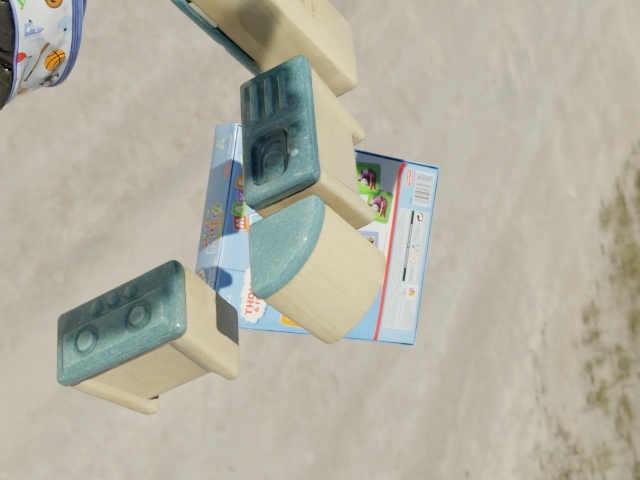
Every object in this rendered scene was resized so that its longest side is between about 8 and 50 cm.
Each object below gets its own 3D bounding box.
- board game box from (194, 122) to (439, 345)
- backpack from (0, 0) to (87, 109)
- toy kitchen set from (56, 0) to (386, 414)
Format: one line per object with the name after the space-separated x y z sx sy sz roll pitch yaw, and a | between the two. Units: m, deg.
0.000 0.000 0.915 0.211 0.039 0.160 9 89 -37 | board game box
-0.395 -0.292 1.306 0.213 0.263 0.277 -28 150 -34 | backpack
-0.074 -0.041 0.586 0.122 0.166 0.207 39 35 -44 | toy kitchen set
